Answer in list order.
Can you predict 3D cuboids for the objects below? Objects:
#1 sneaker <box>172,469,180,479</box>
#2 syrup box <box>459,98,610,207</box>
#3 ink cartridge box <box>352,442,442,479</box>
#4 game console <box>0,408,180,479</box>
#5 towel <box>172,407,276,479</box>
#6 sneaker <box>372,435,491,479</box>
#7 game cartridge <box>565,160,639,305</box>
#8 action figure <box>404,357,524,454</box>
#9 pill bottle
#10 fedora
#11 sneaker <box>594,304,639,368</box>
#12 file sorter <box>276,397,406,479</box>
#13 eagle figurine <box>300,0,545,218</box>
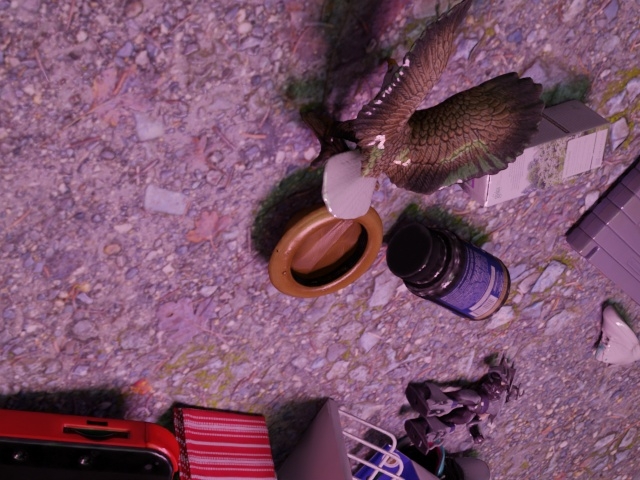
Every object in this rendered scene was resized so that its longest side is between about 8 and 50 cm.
[{"bbox_3d":[-0.257,0.451,1.661,0.295,0.123,0.109,27,108,-42],"label":"sneaker"},{"bbox_3d":[0.340,-0.143,1.577,0.237,0.096,0.093,-17,130,-19],"label":"syrup box"},{"bbox_3d":[0.217,0.560,1.897,0.371,0.069,0.176,37,111,-10],"label":"ink cartridge box"},{"bbox_3d":[-0.431,0.403,1.504,0.387,0.060,0.342,9,123,-19],"label":"game console"},{"bbox_3d":[-0.143,0.407,1.600,0.199,0.274,0.031,16,139,-40],"label":"towel"},{"bbox_3d":[0.237,0.463,1.990,0.296,0.124,0.178,-9,138,-25],"label":"sneaker"},{"bbox_3d":[0.642,-0.007,1.905,0.230,0.068,0.355,-51,134,7],"label":"game cartridge"},{"bbox_3d":[0.297,0.328,1.932,0.285,0.099,0.185,-8,119,-32],"label":"action figure"},{"bbox_3d":[0.212,0.050,1.634,0.219,0.123,0.123,27,108,-43],"label":"pill bottle"},{"bbox_3d":[0.000,0.000,1.492,0.194,0.079,0.194,-16,136,-16],"label":"fedora"},{"bbox_3d":[0.617,0.216,2.061,0.094,0.080,0.212,-30,137,9],"label":"sneaker"},{"bbox_3d":[0.050,0.458,1.719,0.173,0.277,0.193,27,109,-18],"label":"file sorter"},{"bbox_3d":[0.124,-0.172,1.332,0.298,0.225,0.226,-18,179,33],"label":"eagle figurine"}]
